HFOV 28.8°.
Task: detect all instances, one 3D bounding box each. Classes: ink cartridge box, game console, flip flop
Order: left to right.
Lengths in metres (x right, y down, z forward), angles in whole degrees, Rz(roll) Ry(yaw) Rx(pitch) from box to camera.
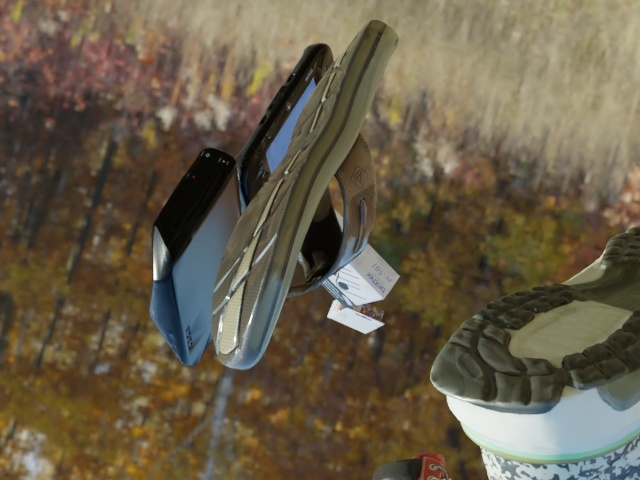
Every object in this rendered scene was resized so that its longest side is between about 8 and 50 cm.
[{"bbox_3d":[-0.068,-0.059,1.242,0.044,0.361,0.213,22,150,13],"label":"game console"},{"bbox_3d":[0.000,0.000,1.645,0.207,0.046,0.097,46,150,-15],"label":"ink cartridge box"},{"bbox_3d":[0.004,-0.031,0.884,0.080,0.277,0.112,32,156,-15],"label":"flip flop"},{"bbox_3d":[0.054,0.102,1.766,0.063,0.029,0.115,24,165,-7],"label":"ink cartridge box"}]

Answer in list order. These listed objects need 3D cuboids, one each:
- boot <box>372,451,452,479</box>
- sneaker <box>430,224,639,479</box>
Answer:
[{"bbox_3d":[0.140,0.301,1.316,0.244,0.176,0.088,-1,136,36],"label":"boot"},{"bbox_3d":[0.238,0.103,0.872,0.410,0.182,0.158,-18,-156,-36],"label":"sneaker"}]
